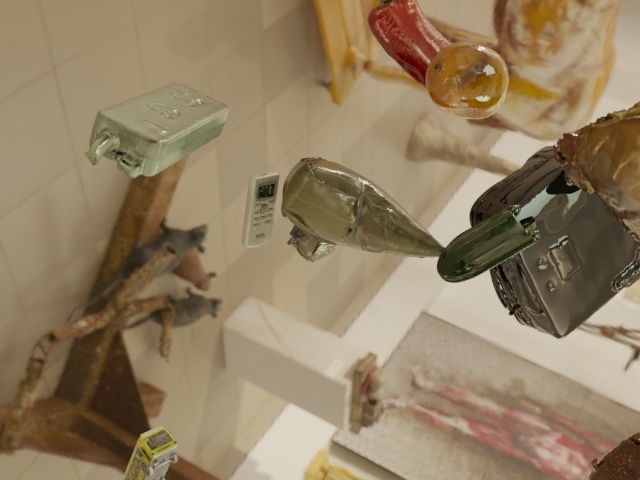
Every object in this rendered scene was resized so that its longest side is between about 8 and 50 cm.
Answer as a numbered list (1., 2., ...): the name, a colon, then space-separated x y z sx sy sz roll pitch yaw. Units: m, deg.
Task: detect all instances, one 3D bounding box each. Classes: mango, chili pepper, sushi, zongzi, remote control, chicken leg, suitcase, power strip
1. mango: 0.267 -0.275 1.476 0.219 0.144 0.112 34 54 -62
2. chili pepper: 0.181 -0.503 1.916 0.134 0.338 0.131 -49 -171 -30
3. sushi: -0.016 0.012 2.227 0.134 0.109 0.273 -32 170 -21
4. zongzi: 0.093 -0.070 1.959 0.356 0.392 0.174 -108 -140 -77
5. remote control: -0.147 -0.073 2.016 0.087 0.029 0.190 -16 125 -46
6. chicken leg: 0.513 -0.086 1.338 0.182 0.295 0.409 -48 130 -6
7. suitcase: 0.500 0.001 1.743 0.339 0.188 0.345 -37 114 -16
8. power strip: -0.207 -0.139 1.037 0.053 0.093 0.288 -66 175 23
9. sushi: 0.233 0.185 0.605 0.060 0.061 0.118 -94 -177 -46

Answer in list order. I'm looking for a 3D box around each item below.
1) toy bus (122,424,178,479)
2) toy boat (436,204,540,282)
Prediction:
1. toy bus: -0.381 0.509 1.841 0.081 0.074 0.226 -19 147 -40
2. toy boat: 0.315 0.009 1.568 0.210 0.104 0.052 -32 142 5
